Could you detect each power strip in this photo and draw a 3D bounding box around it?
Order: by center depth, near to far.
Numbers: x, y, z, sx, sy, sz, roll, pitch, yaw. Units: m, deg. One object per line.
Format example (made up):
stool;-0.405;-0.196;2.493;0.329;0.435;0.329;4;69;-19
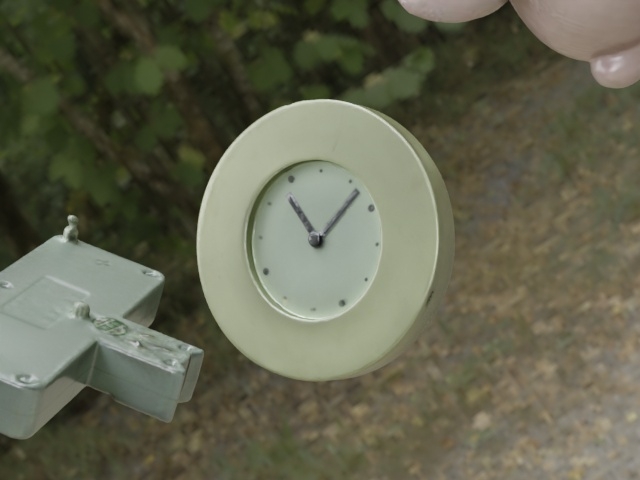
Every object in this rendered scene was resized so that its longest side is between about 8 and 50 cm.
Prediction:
power strip;-0.146;0.060;0.972;0.216;0.145;0.061;-50;-19;-67

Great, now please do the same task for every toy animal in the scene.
toy animal;0.136;-0.147;0.795;0.124;0.212;0.124;-164;90;-78

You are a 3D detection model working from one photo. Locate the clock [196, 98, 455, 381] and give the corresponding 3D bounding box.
clock;0.000;0.000;1.284;0.235;0.235;0.029;-25;-15;28
